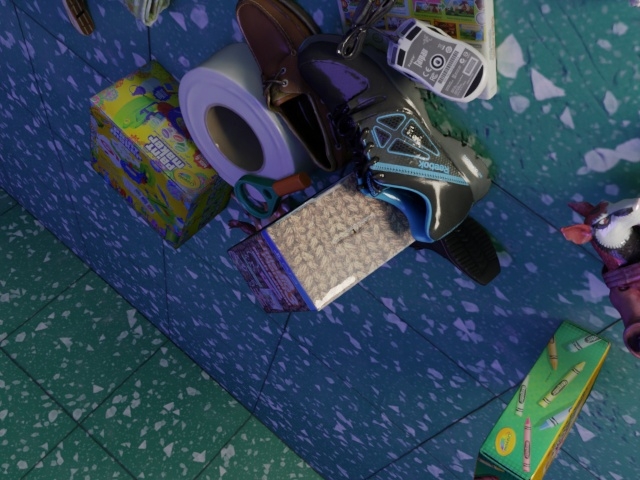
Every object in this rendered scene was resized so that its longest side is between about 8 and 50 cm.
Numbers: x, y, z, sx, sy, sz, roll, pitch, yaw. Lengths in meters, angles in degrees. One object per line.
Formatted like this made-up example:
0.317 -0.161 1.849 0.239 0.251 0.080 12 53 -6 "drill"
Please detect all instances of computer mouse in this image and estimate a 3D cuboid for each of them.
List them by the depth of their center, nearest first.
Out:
0.121 -0.234 0.768 0.193 0.042 0.106 34 111 12 "computer mouse"

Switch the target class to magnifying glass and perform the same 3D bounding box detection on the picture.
-0.088 -0.088 1.108 0.092 0.026 0.231 54 148 -16 "magnifying glass"

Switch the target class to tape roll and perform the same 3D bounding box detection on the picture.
-0.126 -0.209 1.130 0.286 0.100 0.286 31 148 22 "tape roll"

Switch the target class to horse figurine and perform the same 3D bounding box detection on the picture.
-0.122 -0.062 1.347 0.174 0.066 0.263 50 149 3 "horse figurine"

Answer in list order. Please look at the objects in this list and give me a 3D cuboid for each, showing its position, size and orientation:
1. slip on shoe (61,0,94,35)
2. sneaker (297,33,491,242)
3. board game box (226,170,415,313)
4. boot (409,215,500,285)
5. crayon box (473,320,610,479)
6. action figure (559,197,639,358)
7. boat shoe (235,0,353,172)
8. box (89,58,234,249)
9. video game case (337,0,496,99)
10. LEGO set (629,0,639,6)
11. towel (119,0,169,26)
-0.529 -0.504 1.320 0.041 0.051 0.135 30 155 21 "slip on shoe"
0.086 -0.144 0.861 0.341 0.140 0.125 42 161 -4 "sneaker"
0.000 0.000 1.035 0.141 0.232 0.291 58 160 -5 "board game box"
0.201 0.006 1.028 0.198 0.077 0.137 53 157 13 "boot"
0.345 0.281 0.968 0.081 0.278 0.165 28 147 30 "crayon box"
0.449 0.051 0.695 0.370 0.248 0.276 32 175 20 "action figure"
-0.037 -0.247 0.954 0.307 0.104 0.110 51 147 -11 "boat shoe"
-0.344 -0.179 1.364 0.290 0.177 0.279 45 151 2 "box"
0.116 -0.293 0.792 0.227 0.026 0.206 22 144 37 "video game case"
0.349 -0.230 0.512 0.227 0.087 0.093 -8 122 56 "LEGO set"
-0.355 -0.567 0.976 0.374 0.090 0.320 49 150 -7 "towel"
